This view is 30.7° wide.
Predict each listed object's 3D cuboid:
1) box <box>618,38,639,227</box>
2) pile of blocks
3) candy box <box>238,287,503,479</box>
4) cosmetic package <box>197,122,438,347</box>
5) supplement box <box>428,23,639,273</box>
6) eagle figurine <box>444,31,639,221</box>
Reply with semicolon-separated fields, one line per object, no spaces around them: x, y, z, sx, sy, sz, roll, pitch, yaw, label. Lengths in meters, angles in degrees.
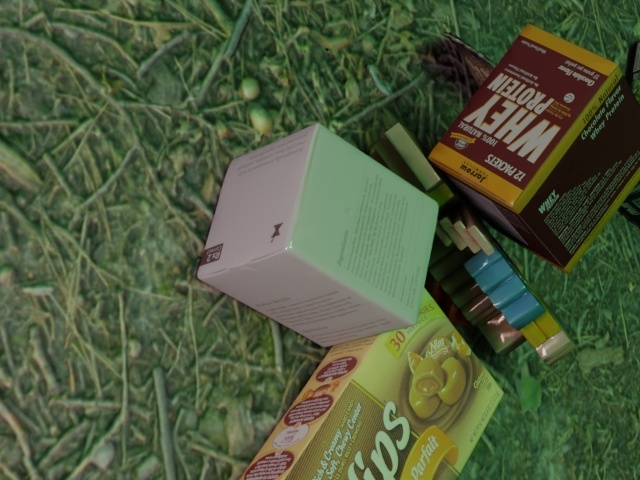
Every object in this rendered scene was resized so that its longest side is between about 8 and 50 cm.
0.566;-0.137;1.811;0.242;0.077;0.307;33;58;-30;box
0.157;0.032;1.368;0.362;0.113;0.149;50;11;-12;pile of blocks
0.060;0.215;1.254;0.183;0.088;0.316;52;51;-17;candy box
0.000;0.000;1.224;0.184;0.151;0.151;32;58;-31;cosmetic package
0.260;-0.101;1.327;0.191;0.129;0.194;-53;142;-2;supplement box
0.290;-0.155;1.534;0.299;0.225;0.226;-1;31;-12;eagle figurine
